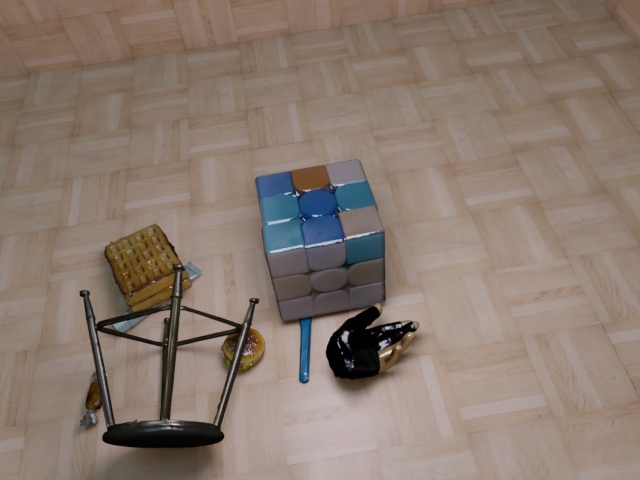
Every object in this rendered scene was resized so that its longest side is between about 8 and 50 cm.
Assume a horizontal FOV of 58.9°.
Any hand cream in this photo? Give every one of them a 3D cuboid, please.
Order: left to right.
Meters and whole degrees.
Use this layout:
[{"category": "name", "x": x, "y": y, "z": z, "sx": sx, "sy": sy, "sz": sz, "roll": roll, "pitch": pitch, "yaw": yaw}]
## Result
[{"category": "hand cream", "x": -0.539, "y": 0.190, "z": 1.878, "sx": 0.085, "sy": 0.058, "sz": 0.331, "roll": 26, "pitch": 53, "yaw": 39}]

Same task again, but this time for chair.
[{"category": "chair", "x": -0.413, "y": 0.341, "z": 1.544, "sx": 0.362, "sy": 0.365, "sz": 0.409, "roll": -15, "pitch": 63, "yaw": 24}]

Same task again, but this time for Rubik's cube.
[{"category": "Rubik's cube", "x": 0.000, "y": 0.000, "z": 1.770, "sx": 0.347, "sy": 0.346, "sz": 0.344, "roll": -10, "pitch": 46, "yaw": -4}]

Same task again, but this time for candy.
[{"category": "candy", "x": -0.668, "y": 0.469, "z": 1.685, "sx": 0.053, "sy": 0.046, "sz": 0.181, "roll": -4, "pitch": 48, "yaw": 6}]

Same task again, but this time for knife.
[{"category": "knife", "x": -0.049, "y": 0.302, "z": 1.768, "sx": 0.044, "sy": 0.026, "sz": 0.296, "roll": -2, "pitch": 56, "yaw": 7}]

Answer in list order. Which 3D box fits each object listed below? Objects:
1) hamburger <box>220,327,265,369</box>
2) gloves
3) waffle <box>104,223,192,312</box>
[{"category": "hamburger", "x": -0.236, "y": 0.330, "z": 1.726, "sx": 0.141, "sy": 0.081, "sz": 0.127, "roll": -37, "pitch": 59, "yaw": -22}, {"category": "gloves", "x": 0.155, "y": 0.294, "z": 1.679, "sx": 0.301, "sy": 0.152, "sz": 0.197, "roll": -18, "pitch": 75, "yaw": -16}, {"category": "waffle", "x": -0.583, "y": 0.084, "z": 1.898, "sx": 0.224, "sy": 0.098, "sz": 0.328, "roll": -26, "pitch": 40, "yaw": -17}]
